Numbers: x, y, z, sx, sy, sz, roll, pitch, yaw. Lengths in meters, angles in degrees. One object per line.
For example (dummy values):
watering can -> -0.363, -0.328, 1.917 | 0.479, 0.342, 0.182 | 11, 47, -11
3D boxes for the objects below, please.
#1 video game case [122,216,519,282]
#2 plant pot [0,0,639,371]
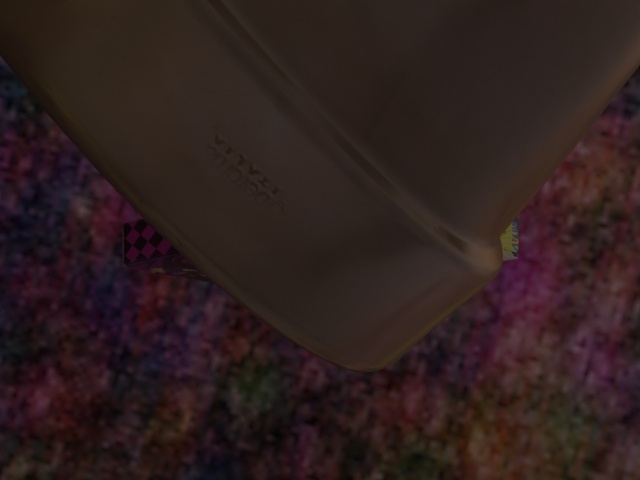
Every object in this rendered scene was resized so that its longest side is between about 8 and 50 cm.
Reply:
video game case -> 0.000, 0.000, 1.324 | 0.210, 0.232, 0.042 | 12, 72, -46
plant pot -> 0.033, -0.159, 0.649 | 0.280, 0.323, 0.323 | -38, 168, 13
